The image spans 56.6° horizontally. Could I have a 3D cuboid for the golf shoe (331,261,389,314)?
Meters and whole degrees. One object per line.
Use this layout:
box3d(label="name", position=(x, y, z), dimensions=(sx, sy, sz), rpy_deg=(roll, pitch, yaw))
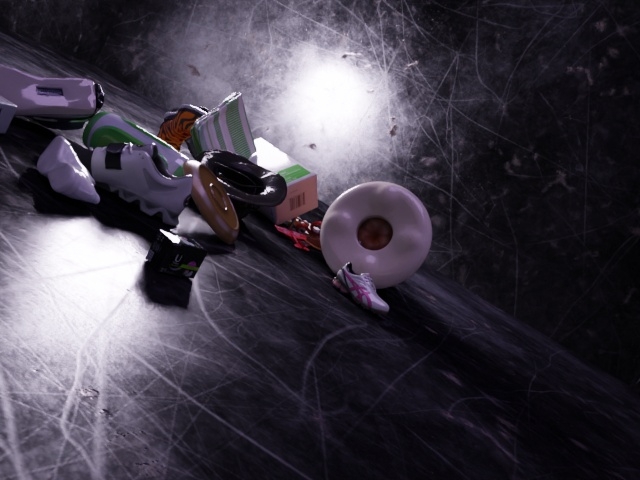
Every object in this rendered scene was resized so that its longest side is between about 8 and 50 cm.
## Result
box3d(label="golf shoe", position=(0.119, 0.134, 1.644), dimensions=(0.186, 0.086, 0.067), rpy_deg=(36, 8, 25))

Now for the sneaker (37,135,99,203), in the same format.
box3d(label="sneaker", position=(-0.499, -0.133, 1.190), dimensions=(0.094, 0.080, 0.212), rpy_deg=(38, 7, -46))

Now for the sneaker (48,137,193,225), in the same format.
box3d(label="sneaker", position=(-0.441, -0.174, 1.349), dimensions=(0.331, 0.146, 0.122), rpy_deg=(28, 10, -7))

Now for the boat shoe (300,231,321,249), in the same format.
box3d(label="boat shoe", position=(0.000, 0.000, 2.101), dimensions=(0.178, 0.060, 0.064), rpy_deg=(24, 11, -37))

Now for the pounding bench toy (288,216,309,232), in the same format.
box3d(label="pounding bench toy", position=(-0.084, -0.057, 2.179), dimensions=(0.065, 0.052, 0.083), rpy_deg=(28, 8, -9))

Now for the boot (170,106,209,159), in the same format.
box3d(label="boot", position=(-0.429, -0.379, 2.311), dimensions=(0.223, 0.118, 0.338), rpy_deg=(15, -22, 44))

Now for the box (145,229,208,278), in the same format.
box3d(label="box", position=(-0.257, 0.026, 1.066), dimensions=(0.052, 0.062, 0.083), rpy_deg=(35, 10, 37))

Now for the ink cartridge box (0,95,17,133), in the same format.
box3d(label="ink cartridge box", position=(-0.738, -0.286, 1.217), dimensions=(0.127, 0.072, 0.175), rpy_deg=(30, 9, 3))

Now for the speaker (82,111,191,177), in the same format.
box3d(label="speaker", position=(-0.472, -0.221, 1.565), dimensions=(0.297, 0.131, 0.131), rpy_deg=(31, 8, 8))

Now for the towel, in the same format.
box3d(label="towel", position=(-0.323, -0.342, 2.034), dimensions=(0.038, 0.247, 0.325), rpy_deg=(1, 33, 23))

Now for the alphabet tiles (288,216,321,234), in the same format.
box3d(label="alphabet tiles", position=(-0.007, -0.026, 2.373), dimensions=(0.284, 0.021, 0.278), rpy_deg=(30, 8, 2))

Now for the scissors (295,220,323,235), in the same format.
box3d(label="scissors", position=(0.006, 0.005, 2.181), dimensions=(0.297, 0.109, 0.021), rpy_deg=(50, 30, -55))

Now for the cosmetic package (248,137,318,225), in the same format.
box3d(label="cosmetic package", position=(-0.193, -0.225, 2.205), dimensions=(0.197, 0.155, 0.365), rpy_deg=(-28, 45, -28))

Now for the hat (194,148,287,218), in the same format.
box3d(label="hat", position=(-0.262, -0.149, 1.837), dimensions=(0.331, 0.134, 0.331), rpy_deg=(19, 27, -10))

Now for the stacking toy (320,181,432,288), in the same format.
box3d(label="stacking toy", position=(0.212, 0.035, 2.028), dimensions=(0.351, 0.350, 0.480), rpy_deg=(33, -7, 20))

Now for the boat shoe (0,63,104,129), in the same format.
box3d(label="boat shoe", position=(-0.738, -0.343, 1.496), dimensions=(0.341, 0.127, 0.158), rpy_deg=(1, -17, -36))

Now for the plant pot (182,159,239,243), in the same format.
box3d(label="plant pot", position=(-0.265, -0.102, 1.485), dimensions=(0.236, 0.032, 0.236), rpy_deg=(61, 7, -12))

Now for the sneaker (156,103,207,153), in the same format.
box3d(label="sneaker", position=(-0.489, -0.363, 2.082), dimensions=(0.125, 0.180, 0.321), rpy_deg=(27, -14, -30))

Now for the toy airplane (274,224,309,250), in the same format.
box3d(label="toy airplane", position=(-0.086, -0.008, 1.964), dimensions=(0.151, 0.028, 0.151), rpy_deg=(29, 10, -5))
